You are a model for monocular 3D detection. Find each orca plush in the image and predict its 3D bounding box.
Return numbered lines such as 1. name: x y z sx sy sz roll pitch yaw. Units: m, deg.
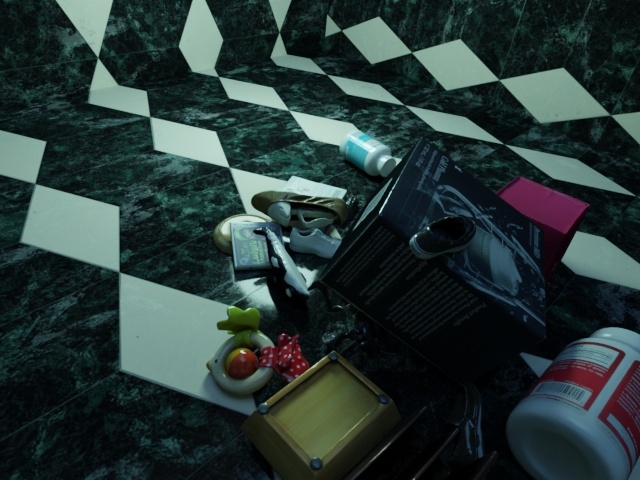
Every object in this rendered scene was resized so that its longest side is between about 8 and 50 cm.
1. orca plush: -0.140 0.087 1.372 0.102 0.151 0.287 -37 73 7

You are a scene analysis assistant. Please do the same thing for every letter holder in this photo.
1. letter holder: 0.156 0.452 0.826 0.302 0.214 0.152 -26 65 -35

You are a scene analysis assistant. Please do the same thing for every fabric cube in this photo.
1. fabric cube: 0.704 -0.025 1.518 0.259 0.258 0.254 33 44 30

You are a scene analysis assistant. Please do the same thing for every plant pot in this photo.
1. plant pot: -0.260 -0.029 1.565 0.237 0.032 0.236 4 37 -3

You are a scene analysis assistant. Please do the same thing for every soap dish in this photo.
1. soap dish: 0.007 0.394 0.986 0.291 0.118 0.229 -29 50 -35

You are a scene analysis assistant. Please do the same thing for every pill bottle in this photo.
1. pill bottle: 0.625 0.371 1.017 0.408 0.229 0.229 -26 48 -35
2. pill bottle: 0.218 -0.385 2.005 0.146 0.146 0.264 -21 46 -31

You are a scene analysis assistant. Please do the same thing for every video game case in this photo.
1. video game case: -0.207 0.014 1.479 0.173 0.022 0.190 -1 52 -18

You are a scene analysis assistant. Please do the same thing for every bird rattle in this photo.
1. bird rattle: -0.166 0.296 1.114 0.254 0.143 0.207 34 65 26

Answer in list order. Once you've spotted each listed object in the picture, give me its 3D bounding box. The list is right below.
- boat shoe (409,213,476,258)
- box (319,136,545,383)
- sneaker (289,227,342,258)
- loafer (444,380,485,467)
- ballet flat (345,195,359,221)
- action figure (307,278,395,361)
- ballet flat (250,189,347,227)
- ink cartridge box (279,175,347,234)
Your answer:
1. boat shoe: 0.287 -0.023 0.974 0.229 0.076 0.080 -13 63 -39
2. box: 0.330 0.037 1.232 0.472 0.297 0.480 38 41 -3
3. sneaker: 0.000 0.000 1.515 0.212 0.094 0.080 6 36 -1
4. loafer: 0.329 0.420 1.029 0.078 0.080 0.220 11 38 4
5. ballet flat: 0.104 -0.117 1.733 0.049 0.057 0.173 -21 20 36
6. action figure: 0.086 0.219 1.216 0.164 0.141 0.275 -17 67 -39
7. ballet flat: -0.072 -0.098 1.539 0.343 0.116 0.124 6 45 -8
8. ink cartridge box: -0.052 -0.138 1.715 0.239 0.060 0.275 16 39 14
